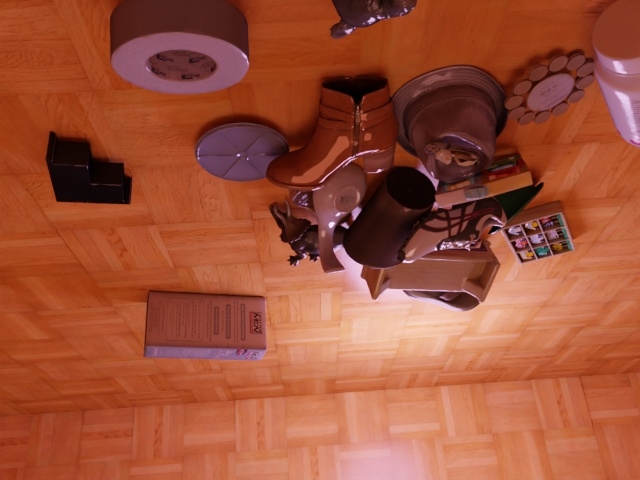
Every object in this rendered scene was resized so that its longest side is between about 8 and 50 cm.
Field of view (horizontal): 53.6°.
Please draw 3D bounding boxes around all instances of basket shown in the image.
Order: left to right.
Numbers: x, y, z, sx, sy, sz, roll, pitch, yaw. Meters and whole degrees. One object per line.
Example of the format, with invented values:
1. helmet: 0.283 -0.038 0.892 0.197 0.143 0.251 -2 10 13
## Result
1. basket: 0.177 -0.058 1.532 0.204 0.154 0.227 -17 153 -26

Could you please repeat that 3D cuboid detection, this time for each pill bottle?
1. pill bottle: 0.588 -0.298 1.137 0.160 0.160 0.283 -21 148 27

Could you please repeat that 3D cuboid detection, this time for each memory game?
1. memory game: 0.451 -0.295 1.245 0.186 0.012 0.186 -13 148 -8

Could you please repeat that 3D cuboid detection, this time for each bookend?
1. bookend: -0.486 -0.150 1.345 0.156 0.072 0.157 1 150 -12

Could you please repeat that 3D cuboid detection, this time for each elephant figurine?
1. elephant figurine: 0.040 -0.424 0.873 0.239 0.186 0.169 36 176 -36

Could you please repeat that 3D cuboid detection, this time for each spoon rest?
1. spoon rest: 0.036 -0.059 1.509 0.137 0.084 0.276 -6 122 -26

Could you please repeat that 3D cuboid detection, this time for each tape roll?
1. tape roll: -0.224 -0.312 1.021 0.219 0.072 0.219 -3 171 -1

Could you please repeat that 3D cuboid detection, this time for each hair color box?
1. hair color box: -0.365 0.275 2.021 0.374 0.185 0.114 5 150 -16

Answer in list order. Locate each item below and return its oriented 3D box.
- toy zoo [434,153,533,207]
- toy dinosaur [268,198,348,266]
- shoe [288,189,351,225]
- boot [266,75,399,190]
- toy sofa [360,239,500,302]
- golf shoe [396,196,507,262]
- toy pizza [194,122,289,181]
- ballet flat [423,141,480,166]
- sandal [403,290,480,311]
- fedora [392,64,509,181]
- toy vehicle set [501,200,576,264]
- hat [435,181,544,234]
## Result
1. toy zoo: 0.346 -0.127 1.357 0.192 0.030 0.293 -14 -168 16
2. toy dinosaur: 0.000 0.000 1.644 0.313 0.121 0.160 12 161 -20
3. shoe: -0.001 -0.097 1.540 0.076 0.058 0.219 -46 141 16
4. boot: 0.015 -0.212 1.260 0.283 0.109 0.220 -5 143 5
5. toy sofa: 0.305 0.063 1.807 0.362 0.177 0.150 3 126 -13
6. golf shoe: 0.300 -0.022 1.452 0.272 0.120 0.105 -36 159 -7
7. toy pizza: -0.167 -0.193 1.355 0.201 0.032 0.201 -4 151 -2
8. ballet flat: 0.254 -0.162 1.211 0.114 0.041 0.041 7 150 -11
9. sandal: 0.392 0.145 1.977 0.302 0.120 0.086 10 135 -24
10. fedora: 0.268 -0.211 1.287 0.243 0.124 0.275 -14 150 16
11. toy vehicle set: 0.615 -0.016 1.788 0.166 0.035 0.267 -17 149 22
12. hat: 0.411 -0.131 1.558 0.208 0.183 0.173 -43 175 -20
